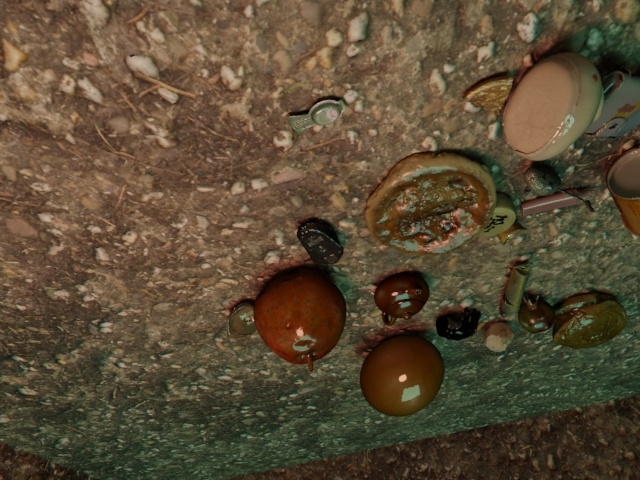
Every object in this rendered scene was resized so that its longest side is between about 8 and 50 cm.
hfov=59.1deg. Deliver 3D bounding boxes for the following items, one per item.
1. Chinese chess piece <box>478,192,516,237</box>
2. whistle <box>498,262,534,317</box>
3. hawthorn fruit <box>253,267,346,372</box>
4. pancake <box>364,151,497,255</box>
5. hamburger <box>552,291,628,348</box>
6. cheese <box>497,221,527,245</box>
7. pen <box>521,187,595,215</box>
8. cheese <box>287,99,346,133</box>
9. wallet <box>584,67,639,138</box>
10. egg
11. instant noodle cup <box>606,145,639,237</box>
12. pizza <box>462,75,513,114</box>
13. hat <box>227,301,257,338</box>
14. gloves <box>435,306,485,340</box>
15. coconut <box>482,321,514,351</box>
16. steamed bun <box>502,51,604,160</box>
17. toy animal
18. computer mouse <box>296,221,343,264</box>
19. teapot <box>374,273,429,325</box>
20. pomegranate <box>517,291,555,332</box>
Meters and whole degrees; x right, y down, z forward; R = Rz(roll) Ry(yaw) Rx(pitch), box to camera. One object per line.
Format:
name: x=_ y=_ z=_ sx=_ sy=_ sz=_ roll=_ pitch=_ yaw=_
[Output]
Chinese chess piece: x=0.461 y=-0.067 z=1.544 sx=0.144 sy=0.059 sz=0.144 roll=-6 pitch=145 yaw=-4
whistle: x=0.662 y=0.168 z=1.923 sx=0.067 sy=0.057 sz=0.326 roll=-12 pitch=144 yaw=-2
hawthorn fruit: x=-0.052 y=0.242 z=1.646 sx=0.276 sy=0.298 sz=0.277 roll=-8 pitch=149 yaw=-5
pancake: x=0.285 y=-0.083 z=1.454 sx=0.356 sy=0.065 sz=0.356 roll=-1 pitch=136 yaw=-1
hamburger: x=1.013 y=0.315 z=2.147 sx=0.284 sy=0.134 sz=0.265 roll=10 pitch=142 yaw=-29
cheese: x=0.542 y=-0.033 z=1.616 sx=0.084 sy=0.060 sz=0.041 roll=-29 pitch=140 yaw=14
pen: x=0.654 y=-0.111 z=1.555 sx=0.197 sy=0.032 sz=0.053 roll=-13 pitch=144 yaw=9
cheese: x=-0.005 y=-0.262 z=1.187 sx=0.120 sy=0.026 sz=0.067 roll=-19 pitch=143 yaw=14
wallet: x=0.654 y=-0.297 z=1.239 sx=0.230 sy=0.069 sz=0.170 roll=-1 pitch=144 yaw=-35
egg: x=0.304 y=0.503 z=2.108 sx=0.282 sy=0.283 sz=0.351 roll=21 pitch=129 yaw=-36
instant noodle cup: x=0.842 y=-0.132 z=1.434 sx=0.215 sy=0.216 sz=0.172 roll=-34 pitch=129 yaw=30
pizza: x=0.352 y=-0.314 z=1.206 sx=0.099 sy=0.029 sz=0.100 roll=1 pitch=142 yaw=-1
hat: x=-0.229 y=0.250 z=1.825 sx=0.147 sy=0.085 sz=0.175 roll=-28 pitch=164 yaw=17
gloves: x=0.520 y=0.315 z=2.050 sx=0.180 sy=0.106 sz=0.129 roll=4 pitch=141 yaw=-12
coconut: x=0.680 y=0.376 z=2.172 sx=0.110 sy=0.110 sz=0.124 roll=-1 pitch=140 yaw=-13
steamed bun: x=0.486 y=-0.274 z=1.164 sx=0.130 sy=0.177 sz=0.228 roll=-4 pitch=139 yaw=-25
toy animal: x=0.610 y=-0.135 z=1.468 sx=0.252 sy=0.079 sz=0.070 roll=18 pitch=158 yaw=-32
computer mouse: x=0.000 y=0.000 z=1.532 sx=0.099 sy=0.057 sz=0.172 roll=-24 pitch=131 yaw=22
teapot: x=0.255 y=0.203 z=1.807 sx=0.178 sy=0.135 sz=0.252 roll=8 pitch=140 yaw=-17
pomegranate: x=0.778 y=0.254 z=2.030 sx=0.129 sy=0.129 sz=0.159 roll=-4 pitch=113 yaw=-8
